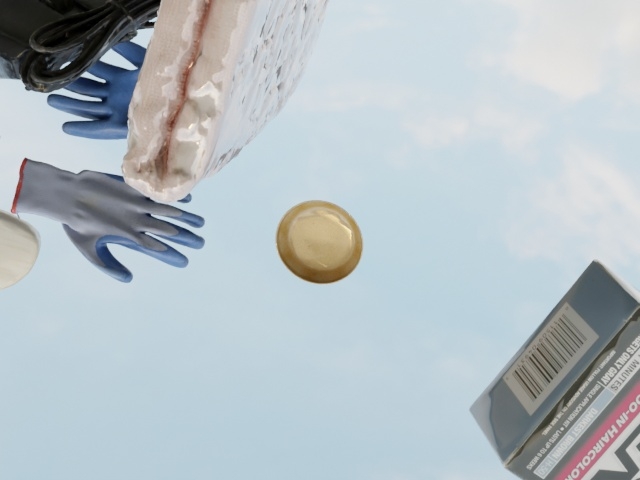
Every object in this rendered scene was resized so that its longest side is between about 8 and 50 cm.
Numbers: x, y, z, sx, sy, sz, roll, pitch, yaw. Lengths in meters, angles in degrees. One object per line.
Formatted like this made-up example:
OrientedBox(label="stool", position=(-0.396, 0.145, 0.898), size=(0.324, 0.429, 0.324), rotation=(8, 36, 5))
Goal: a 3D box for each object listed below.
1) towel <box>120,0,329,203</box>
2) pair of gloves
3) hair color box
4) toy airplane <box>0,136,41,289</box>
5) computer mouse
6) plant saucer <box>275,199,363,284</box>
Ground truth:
OrientedBox(label="towel", position=(-0.015, -0.197, 0.753), size=(0.053, 0.316, 0.332), rotation=(19, -165, 4))
OrientedBox(label="pair of gloves", position=(-0.156, -0.066, 1.113), size=(0.159, 0.023, 0.198), rotation=(16, -108, -4))
OrientedBox(label="hair color box", position=(0.342, 0.202, 1.285), size=(0.374, 0.185, 0.113), rotation=(34, -169, -22))
OrientedBox(label="toy airplane", position=(-0.464, -0.080, 1.098), size=(0.386, 0.384, 0.272), rotation=(-24, -178, -15))
OrientedBox(label="computer mouse", position=(-0.214, -0.181, 1.082), size=(0.188, 0.072, 0.272), rotation=(-39, -154, -31))
OrientedBox(label="plant saucer", position=(0.000, 0.000, 1.299), size=(0.083, 0.083, 0.015), rotation=(4, -160, 11))
